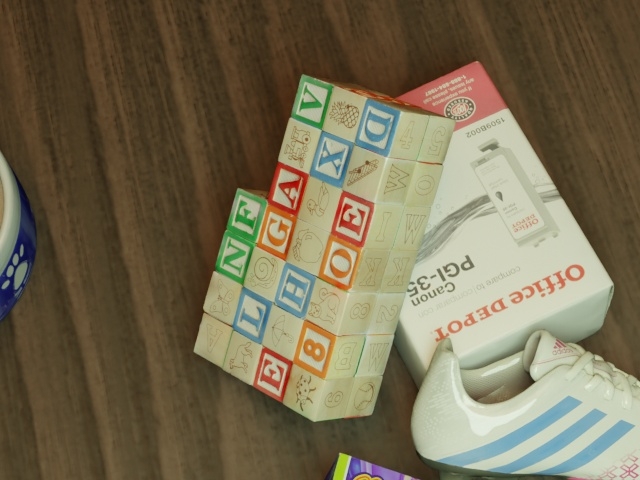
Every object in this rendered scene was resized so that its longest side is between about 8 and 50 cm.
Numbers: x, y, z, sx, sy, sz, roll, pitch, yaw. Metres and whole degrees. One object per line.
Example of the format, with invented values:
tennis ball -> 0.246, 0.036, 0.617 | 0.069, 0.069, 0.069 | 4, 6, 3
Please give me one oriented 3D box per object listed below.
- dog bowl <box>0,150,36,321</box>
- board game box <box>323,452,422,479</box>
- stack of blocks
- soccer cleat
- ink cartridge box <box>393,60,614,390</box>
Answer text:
dog bowl -> -0.439, -0.007, 1.429 | 0.265, 0.104, 0.265 | -2, 67, 5
board game box -> 0.079, 0.378, 1.148 | 0.233, 0.078, 0.347 | 18, 52, -3
stack of blocks -> 0.000, 0.000, 1.287 | 0.171, 0.087, 0.297 | 26, 105, 39
soccer cleat -> 0.249, 0.156, 1.239 | 0.331, 0.116, 0.143 | 3, 104, -9
ink cartridge box -> 0.138, -0.008, 1.368 | 0.207, 0.117, 0.283 | -25, 67, -6
